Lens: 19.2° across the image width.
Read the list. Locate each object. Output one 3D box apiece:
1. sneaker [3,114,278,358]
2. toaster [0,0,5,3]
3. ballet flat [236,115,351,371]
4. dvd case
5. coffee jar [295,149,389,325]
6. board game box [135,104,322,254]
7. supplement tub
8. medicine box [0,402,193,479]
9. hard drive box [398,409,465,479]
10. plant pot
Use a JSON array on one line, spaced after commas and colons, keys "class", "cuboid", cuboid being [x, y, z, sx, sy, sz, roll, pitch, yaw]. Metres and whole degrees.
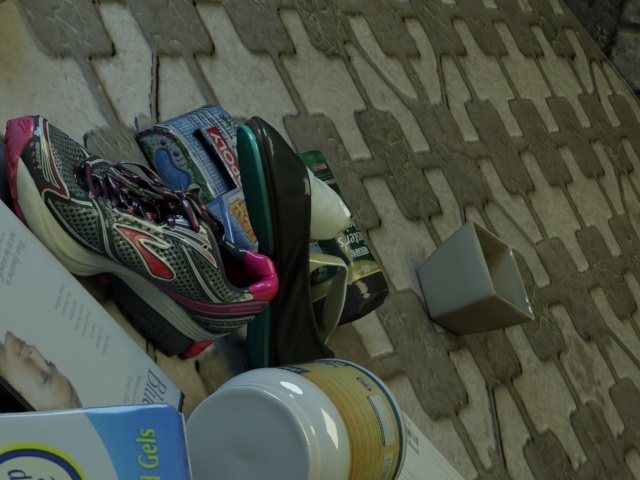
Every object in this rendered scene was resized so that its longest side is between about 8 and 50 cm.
[{"class": "sneaker", "cuboid": [-0.157, -0.019, 1.621, 0.299, 0.112, 0.121, 41, 30, -40]}, {"class": "toaster", "cuboid": [-0.306, -0.304, 1.609, 0.227, 0.129, 0.146, 39, 33, -47]}, {"class": "ballet flat", "cuboid": [-0.024, 0.006, 1.746, 0.095, 0.096, 0.280, -125, -151, -54]}, {"class": "dvd case", "cuboid": [-0.199, 0.103, 1.501, 0.253, 0.022, 0.180, 50, 24, -28]}, {"class": "coffee jar", "cuboid": [0.000, 0.000, 1.992, 0.184, 0.079, 0.096, 64, 22, 3]}, {"class": "board game box", "cuboid": [-0.095, -0.040, 1.854, 0.194, 0.060, 0.194, 61, 21, -2]}, {"class": "supplement tub", "cuboid": [-0.023, 0.179, 1.637, 0.144, 0.144, 0.200, 66, 21, 10]}, {"class": "medicine box", "cuboid": [-0.201, 0.237, 0.956, 0.149, 0.289, 0.263, 100, -17, -51]}, {"class": "hard drive box", "cuboid": [0.078, 0.294, 1.798, 0.181, 0.089, 0.232, 49, 25, -30]}, {"class": "plant pot", "cuboid": [0.182, 0.056, 2.308, 0.109, 0.096, 0.109, 33, 35, -52]}]
